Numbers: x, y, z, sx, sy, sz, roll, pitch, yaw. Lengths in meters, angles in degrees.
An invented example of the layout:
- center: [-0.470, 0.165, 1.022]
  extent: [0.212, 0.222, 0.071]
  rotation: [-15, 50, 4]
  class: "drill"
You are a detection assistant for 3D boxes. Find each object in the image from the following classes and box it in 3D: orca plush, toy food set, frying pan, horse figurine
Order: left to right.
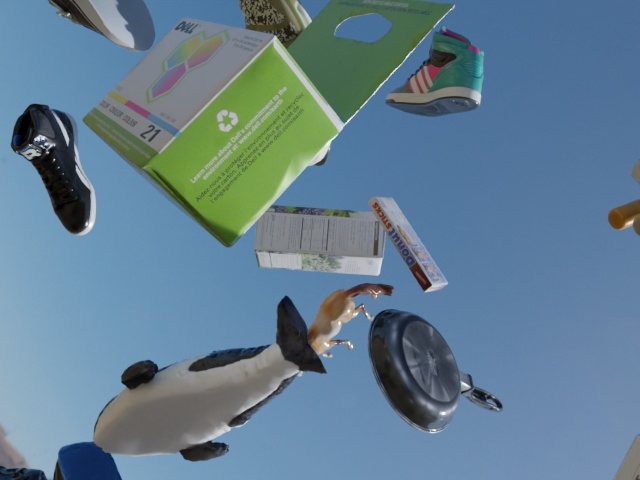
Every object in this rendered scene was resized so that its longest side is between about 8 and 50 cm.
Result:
- center: [-0.125, 0.139, 0.836]
  extent: [0.151, 0.102, 0.287]
  rotation: [37, -61, -19]
  class: "orca plush"
- center: [0.033, 0.172, 1.571]
  extent: [0.263, 0.174, 0.066]
  rotation: [-53, -125, 16]
  class: "horse figurine"
- center: [0.192, 0.229, 1.169]
  extent: [0.326, 0.197, 0.053]
  rotation: [42, -53, -19]
  class: "frying pan"
- center: [0.583, -0.084, 1.265]
  extent: [0.111, 0.105, 0.232]
  rotation: [59, -22, 29]
  class: "toy food set"

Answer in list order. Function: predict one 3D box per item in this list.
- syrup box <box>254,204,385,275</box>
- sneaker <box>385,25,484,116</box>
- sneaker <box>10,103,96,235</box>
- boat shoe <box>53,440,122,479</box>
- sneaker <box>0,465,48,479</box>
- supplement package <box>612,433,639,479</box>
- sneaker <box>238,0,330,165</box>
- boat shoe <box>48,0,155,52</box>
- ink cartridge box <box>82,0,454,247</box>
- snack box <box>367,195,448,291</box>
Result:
- center: [0.000, 0.000, 1.430]
  extent: [0.093, 0.237, 0.096]
  rotation: [89, 4, -68]
  class: "syrup box"
- center: [0.259, -0.380, 1.709]
  extent: [0.296, 0.124, 0.178]
  rotation: [9, -96, 59]
  class: "sneaker"
- center: [-0.440, -0.114, 1.237]
  extent: [0.079, 0.121, 0.216]
  rotation: [-19, -99, 18]
  class: "sneaker"
- center: [-0.236, 0.334, 0.843]
  extent: [0.258, 0.109, 0.089]
  rotation: [-124, -136, -55]
  class: "boat shoe"
- center: [-0.455, 0.362, 1.068]
  extent: [0.293, 0.146, 0.102]
  rotation: [30, -35, 45]
  class: "sneaker"
- center: [0.311, 0.236, 0.573]
  extent: [0.179, 0.105, 0.105]
  rotation: [27, -86, 40]
  class: "supplement package"
- center: [-0.100, -0.290, 1.423]
  extent: [0.158, 0.182, 0.410]
  rotation: [18, -47, 43]
  class: "sneaker"
- center: [-0.425, -0.431, 1.321]
  extent: [0.105, 0.113, 0.306]
  rotation: [-11, -34, 42]
  class: "boat shoe"
- center: [-0.050, -0.140, 0.621]
  extent: [0.097, 0.255, 0.189]
  rotation: [47, -8, -34]
  class: "ink cartridge box"
- center: [0.143, 0.004, 1.258]
  extent: [0.022, 0.064, 0.178]
  rotation: [-40, -110, 26]
  class: "snack box"
